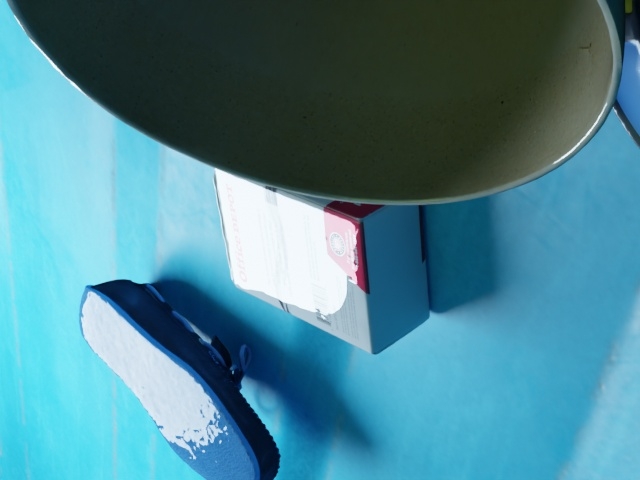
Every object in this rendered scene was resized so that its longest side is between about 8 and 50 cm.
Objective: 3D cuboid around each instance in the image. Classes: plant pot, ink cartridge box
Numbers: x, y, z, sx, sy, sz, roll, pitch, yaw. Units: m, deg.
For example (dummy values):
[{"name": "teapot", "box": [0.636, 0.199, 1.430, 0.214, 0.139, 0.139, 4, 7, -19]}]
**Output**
[{"name": "plant pot", "box": [0.012, -0.170, 0.581, 0.284, 0.190, 0.284, 12, 155, 6]}, {"name": "ink cartridge box", "box": [0.000, 0.000, 0.864, 0.150, 0.063, 0.109, 23, 132, 41]}]

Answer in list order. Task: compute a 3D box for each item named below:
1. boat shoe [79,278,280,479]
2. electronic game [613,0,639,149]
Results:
[{"name": "boat shoe", "box": [-0.111, 0.111, 1.071, 0.258, 0.089, 0.109, 48, 131, 26]}, {"name": "electronic game", "box": [0.214, -0.100, 0.538, 0.229, 0.048, 0.229, 30, 135, 35]}]
